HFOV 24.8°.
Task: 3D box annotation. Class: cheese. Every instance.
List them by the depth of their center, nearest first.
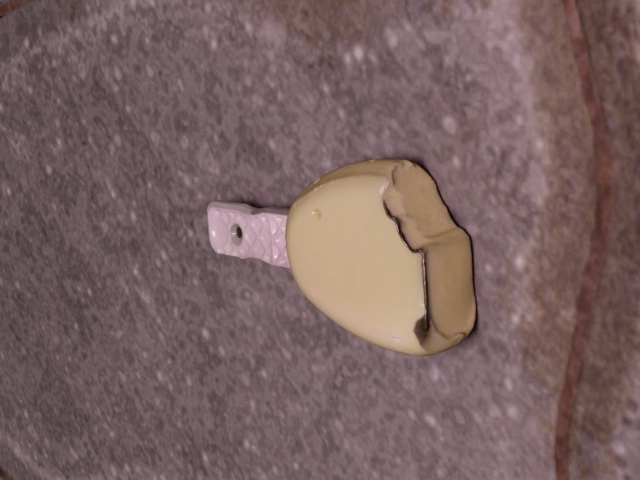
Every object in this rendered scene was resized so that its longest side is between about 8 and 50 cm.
[{"bbox_3d":[0.000,0.000,0.999,0.255,0.050,0.127,11,111,48],"label":"cheese"}]
